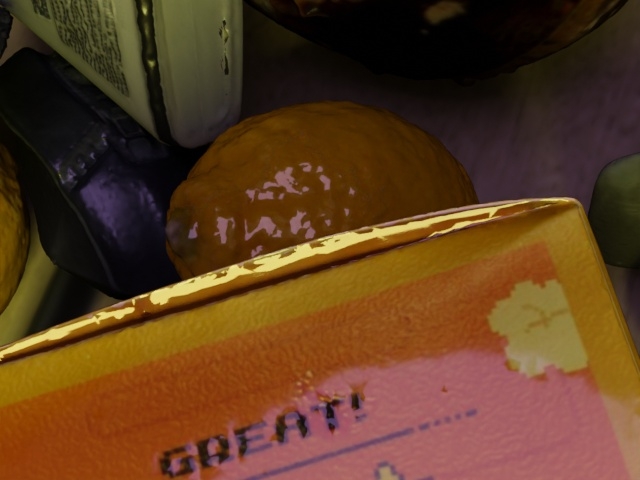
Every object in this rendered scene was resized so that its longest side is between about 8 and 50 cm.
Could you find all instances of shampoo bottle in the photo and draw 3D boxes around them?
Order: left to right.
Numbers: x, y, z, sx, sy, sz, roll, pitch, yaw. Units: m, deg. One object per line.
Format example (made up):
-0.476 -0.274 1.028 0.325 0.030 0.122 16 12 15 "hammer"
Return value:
-0.148 -0.166 0.760 0.071 0.153 0.284 -22 36 -32 "shampoo bottle"

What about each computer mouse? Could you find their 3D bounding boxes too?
-0.112 -0.046 0.761 0.105 0.062 0.192 -15 61 -32 "computer mouse"

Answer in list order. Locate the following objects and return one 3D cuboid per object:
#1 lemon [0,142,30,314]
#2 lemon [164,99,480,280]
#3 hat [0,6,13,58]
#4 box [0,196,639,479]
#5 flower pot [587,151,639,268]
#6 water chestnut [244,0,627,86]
-0.217 0.001 0.752 0.114 0.114 0.155 12 62 12 "lemon"
0.000 0.000 0.695 0.142 0.187 0.142 -8 79 49 "lemon"
-0.291 -0.074 0.703 0.265 0.128 0.265 -25 32 16 "hat"
0.013 0.146 0.574 0.259 0.283 0.214 -15 68 2 "box"
0.325 0.020 0.641 0.367 0.164 0.254 41 75 20 "flower pot"
0.077 -0.230 0.741 0.300 0.300 0.300 -3 70 7 "water chestnut"
